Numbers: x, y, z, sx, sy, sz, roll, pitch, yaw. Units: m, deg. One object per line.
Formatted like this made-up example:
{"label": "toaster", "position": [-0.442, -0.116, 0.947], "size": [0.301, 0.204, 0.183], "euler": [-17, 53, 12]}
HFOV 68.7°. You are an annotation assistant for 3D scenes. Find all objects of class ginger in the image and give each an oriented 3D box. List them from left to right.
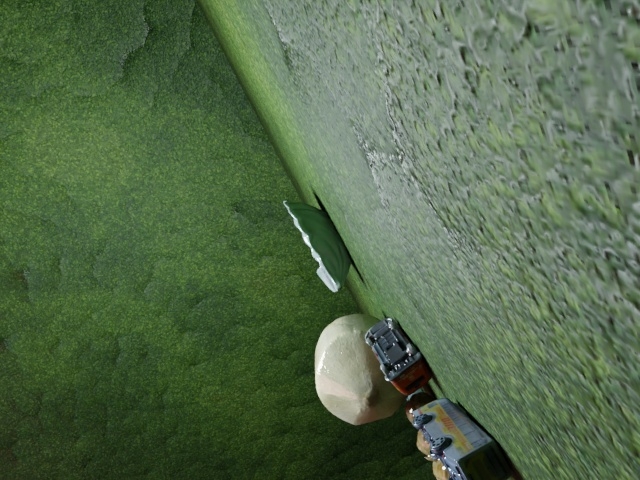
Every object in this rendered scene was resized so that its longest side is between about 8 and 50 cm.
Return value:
{"label": "ginger", "position": [0.251, 0.422, 0.998], "size": [0.204, 0.080, 0.104], "euler": [60, 139, 35]}

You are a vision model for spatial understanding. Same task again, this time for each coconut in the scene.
{"label": "coconut", "position": [0.099, 0.308, 1.115], "size": [0.238, 0.237, 0.266], "euler": [62, 177, -9]}

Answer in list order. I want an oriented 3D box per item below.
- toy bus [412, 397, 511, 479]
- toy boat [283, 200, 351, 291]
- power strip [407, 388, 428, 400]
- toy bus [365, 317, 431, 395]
{"label": "toy bus", "position": [0.184, 0.274, 0.643], "size": [0.064, 0.075, 0.190], "euler": [60, 177, 0]}
{"label": "toy boat", "position": [0.000, 0.000, 1.296], "size": [0.291, 0.100, 0.199], "euler": [62, 179, 7]}
{"label": "power strip", "position": [0.269, 0.438, 1.160], "size": [0.168, 0.054, 0.253], "euler": [58, 178, 6]}
{"label": "toy bus", "position": [0.149, 0.223, 0.913], "size": [0.077, 0.079, 0.174], "euler": [52, -178, -19]}
